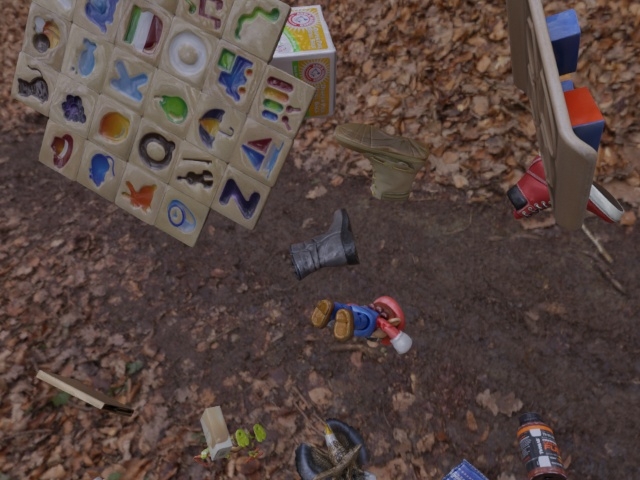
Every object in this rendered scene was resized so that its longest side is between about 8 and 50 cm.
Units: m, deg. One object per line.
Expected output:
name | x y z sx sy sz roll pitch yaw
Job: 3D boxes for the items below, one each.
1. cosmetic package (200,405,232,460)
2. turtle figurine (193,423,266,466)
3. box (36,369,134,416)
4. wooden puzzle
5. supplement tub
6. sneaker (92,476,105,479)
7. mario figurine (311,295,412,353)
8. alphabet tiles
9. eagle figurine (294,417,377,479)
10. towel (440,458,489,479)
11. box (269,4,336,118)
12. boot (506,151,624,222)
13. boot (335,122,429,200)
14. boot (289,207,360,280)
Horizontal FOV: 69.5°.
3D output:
cosmetic package | -0.268 0.492 1.182 0.041 0.060 0.115 1 40 -36
turtle figurine | -0.279 0.700 1.589 0.217 0.270 0.087 -46 43 35
box | -0.591 0.389 1.168 0.201 0.164 0.021 20 68 14
wooden puzzle | 0.394 -0.223 0.763 0.081 0.322 0.347 -15 66 21
supplement tub | 0.653 0.621 1.379 0.106 0.106 0.197 -7 37 11
sneaker | -0.328 0.443 0.546 0.150 0.366 0.135 38 105 2
mario figurine | 0.121 0.251 1.278 0.170 0.321 0.198 -44 55 27
alphabet tiles | -0.188 -0.164 0.512 0.343 0.285 0.011 29 20 6
eagle figurine | 0.052 0.702 1.503 0.227 0.298 0.225 12 70 -8
towel | 0.258 0.624 0.897 0.243 0.040 0.336 41 101 10
box | -0.087 -0.231 0.620 0.203 0.103 0.114 -7 56 -5
boot | 0.564 -0.084 1.094 0.088 0.176 0.244 9 36 -40
boot | 0.156 -0.217 1.319 0.262 0.203 0.095 15 54 2
boot | 0.000 0.000 1.549 0.223 0.118 0.338 -15 22 5
